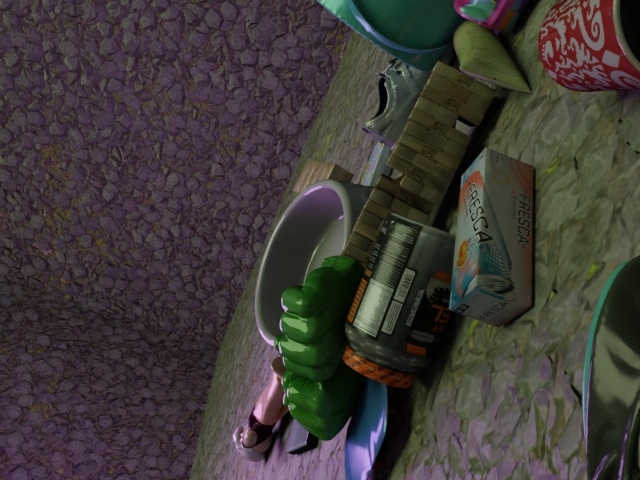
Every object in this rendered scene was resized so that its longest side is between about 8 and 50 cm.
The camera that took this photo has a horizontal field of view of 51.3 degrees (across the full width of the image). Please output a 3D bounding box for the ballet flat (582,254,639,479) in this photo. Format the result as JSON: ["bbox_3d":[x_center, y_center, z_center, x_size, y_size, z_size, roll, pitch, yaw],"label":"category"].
[{"bbox_3d":[0.185,0.146,0.340,0.096,0.095,0.280,-177,97,-69],"label":"ballet flat"}]

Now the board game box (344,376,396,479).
[{"bbox_3d":[0.072,0.251,0.870,0.133,0.033,0.168,-100,25,-65],"label":"board game box"}]

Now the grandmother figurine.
[{"bbox_3d":[-0.110,0.371,1.446,0.208,0.104,0.342,-40,-20,-49],"label":"grandmother figurine"}]

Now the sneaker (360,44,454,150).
[{"bbox_3d":[0.161,-0.303,1.212,0.105,0.115,0.281,175,115,-79],"label":"sneaker"}]

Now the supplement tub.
[{"bbox_3d":[0.102,0.072,0.806,0.117,0.117,0.190,-131,60,-78],"label":"supplement tub"}]

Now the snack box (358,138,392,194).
[{"bbox_3d":[0.117,-0.147,1.369,0.100,0.037,0.141,-145,74,-78],"label":"snack box"}]

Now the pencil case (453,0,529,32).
[{"bbox_3d":[0.269,-0.391,0.874,0.104,0.105,0.236,-81,14,-47],"label":"pencil case"}]

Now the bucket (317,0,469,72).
[{"bbox_3d":[0.130,-0.411,1.062,0.183,0.281,0.281,-56,15,23],"label":"bucket"}]

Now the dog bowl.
[{"bbox_3d":[0.000,0.050,1.169,0.349,0.102,0.348,-42,37,43],"label":"dog bowl"}]

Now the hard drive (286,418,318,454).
[{"bbox_3d":[-0.026,0.342,1.235,0.135,0.022,0.094,129,159,-61],"label":"hard drive"}]

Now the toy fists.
[{"bbox_3d":[0.003,0.157,0.908,0.142,0.096,0.279,-55,-29,-45],"label":"toy fists"}]

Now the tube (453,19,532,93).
[{"bbox_3d":[0.219,-0.247,0.902,0.070,0.062,0.240,-20,25,14],"label":"tube"}]

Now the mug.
[{"bbox_3d":[0.266,-0.174,0.531,0.169,0.150,0.113,-113,7,-81],"label":"mug"}]

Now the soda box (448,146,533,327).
[{"bbox_3d":[0.180,-0.007,0.695,0.058,0.063,0.183,123,164,-54],"label":"soda box"}]

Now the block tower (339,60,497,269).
[{"bbox_3d":[0.124,-0.074,0.940,0.335,0.097,0.091,-62,-1,10],"label":"block tower"}]

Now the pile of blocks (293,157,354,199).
[{"bbox_3d":[0.000,0.000,1.427,0.149,0.113,0.361,-14,59,46],"label":"pile of blocks"}]
